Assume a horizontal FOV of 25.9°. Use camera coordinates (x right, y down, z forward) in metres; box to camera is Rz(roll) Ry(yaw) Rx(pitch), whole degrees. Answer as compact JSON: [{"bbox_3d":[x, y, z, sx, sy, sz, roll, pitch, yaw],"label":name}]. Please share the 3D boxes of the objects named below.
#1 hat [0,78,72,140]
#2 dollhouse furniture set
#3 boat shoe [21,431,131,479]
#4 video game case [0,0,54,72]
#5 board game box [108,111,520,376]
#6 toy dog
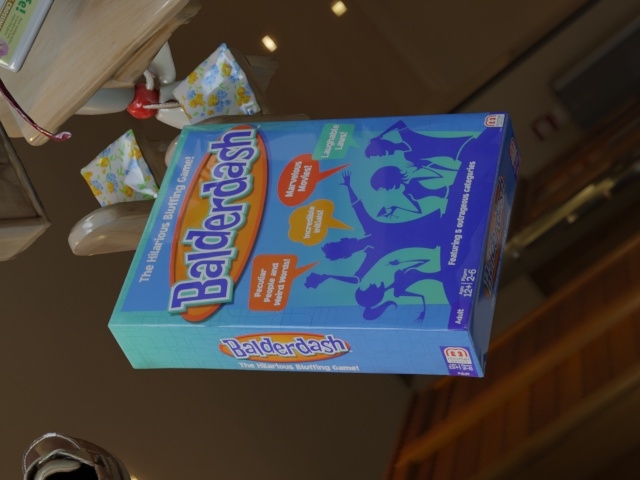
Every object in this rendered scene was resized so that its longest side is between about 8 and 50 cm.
[{"bbox_3d":[-0.227,-0.142,0.820,0.183,0.173,0.208,28,-126,-18],"label":"hat"},{"bbox_3d":[-0.286,-0.141,1.218,0.256,0.394,0.362,-8,-115,-55],"label":"dollhouse furniture set"},{"bbox_3d":[-0.294,0.297,1.670,0.116,0.123,0.324,54,165,-29],"label":"boat shoe"},{"bbox_3d":[-0.275,-0.266,1.068,0.193,0.212,0.023,26,-176,-11],"label":"video game case"},{"bbox_3d":[0.000,0.000,0.807,0.047,0.210,0.160,66,-150,-46],"label":"board game box"},{"bbox_3d":[-0.249,-0.219,1.659,0.333,0.161,0.220,-13,-120,-41],"label":"toy dog"}]
